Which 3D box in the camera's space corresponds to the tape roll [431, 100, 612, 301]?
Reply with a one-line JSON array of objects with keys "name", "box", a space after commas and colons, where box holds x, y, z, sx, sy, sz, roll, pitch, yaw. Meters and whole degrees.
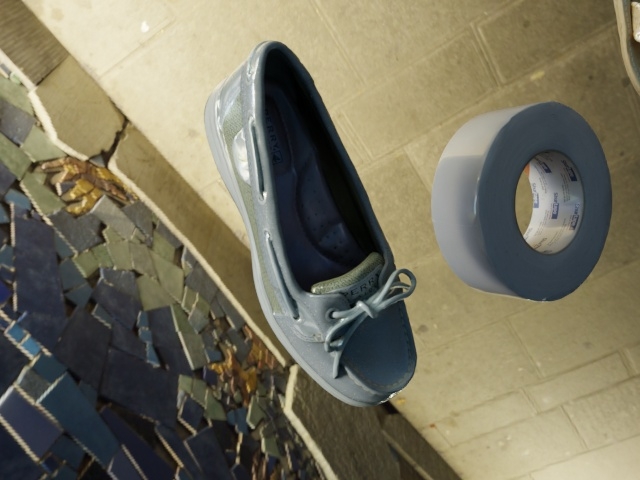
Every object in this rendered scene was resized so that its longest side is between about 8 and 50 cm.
[{"name": "tape roll", "box": [0.233, -0.042, 0.617, 0.219, 0.072, 0.219, -2, 93, -30]}]

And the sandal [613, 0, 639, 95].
[{"name": "sandal", "box": [0.367, -0.239, 0.570, 0.088, 0.079, 0.240, -35, 102, -14]}]

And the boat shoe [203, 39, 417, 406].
[{"name": "boat shoe", "box": [0.002, -0.002, 0.460, 0.118, 0.103, 0.321, -23, 95, -24]}]
